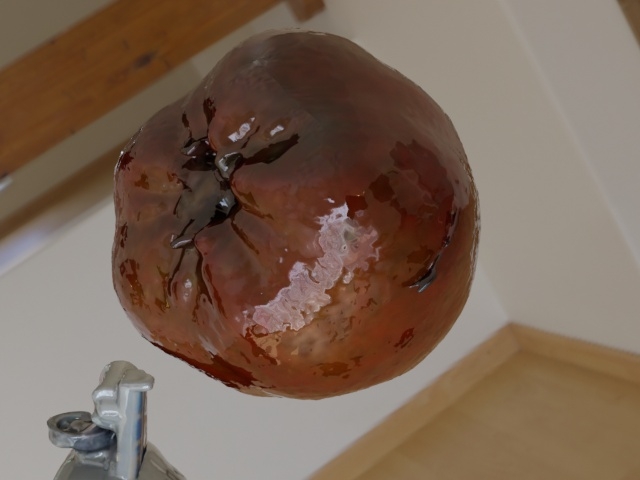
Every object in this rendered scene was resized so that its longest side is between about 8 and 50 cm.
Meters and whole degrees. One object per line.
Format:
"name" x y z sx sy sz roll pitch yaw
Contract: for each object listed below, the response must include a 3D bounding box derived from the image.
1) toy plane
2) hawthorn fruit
"toy plane" -0.150 0.219 0.813 0.123 0.266 0.267 6 14 -7
"hawthorn fruit" 0.000 0.000 0.563 0.185 0.202 0.185 -11 67 28
